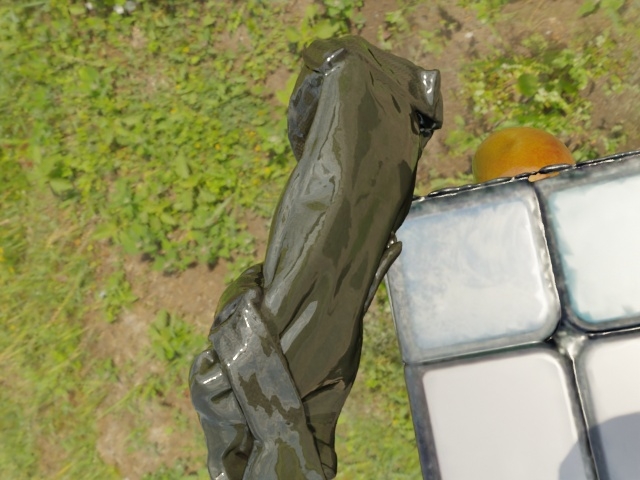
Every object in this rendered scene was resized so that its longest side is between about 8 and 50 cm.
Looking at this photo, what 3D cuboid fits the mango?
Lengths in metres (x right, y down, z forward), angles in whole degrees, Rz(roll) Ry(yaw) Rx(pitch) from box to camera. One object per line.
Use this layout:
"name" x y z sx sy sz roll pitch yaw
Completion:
"mango" 0.304 -0.101 1.189 0.152 0.221 0.120 -31 120 21

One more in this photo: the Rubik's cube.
"Rubik's cube" 0.255 0.103 0.847 0.316 0.313 0.318 -10 82 13

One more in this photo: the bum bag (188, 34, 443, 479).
"bum bag" 0.000 0.000 0.497 0.080 0.326 0.142 -1 147 38
